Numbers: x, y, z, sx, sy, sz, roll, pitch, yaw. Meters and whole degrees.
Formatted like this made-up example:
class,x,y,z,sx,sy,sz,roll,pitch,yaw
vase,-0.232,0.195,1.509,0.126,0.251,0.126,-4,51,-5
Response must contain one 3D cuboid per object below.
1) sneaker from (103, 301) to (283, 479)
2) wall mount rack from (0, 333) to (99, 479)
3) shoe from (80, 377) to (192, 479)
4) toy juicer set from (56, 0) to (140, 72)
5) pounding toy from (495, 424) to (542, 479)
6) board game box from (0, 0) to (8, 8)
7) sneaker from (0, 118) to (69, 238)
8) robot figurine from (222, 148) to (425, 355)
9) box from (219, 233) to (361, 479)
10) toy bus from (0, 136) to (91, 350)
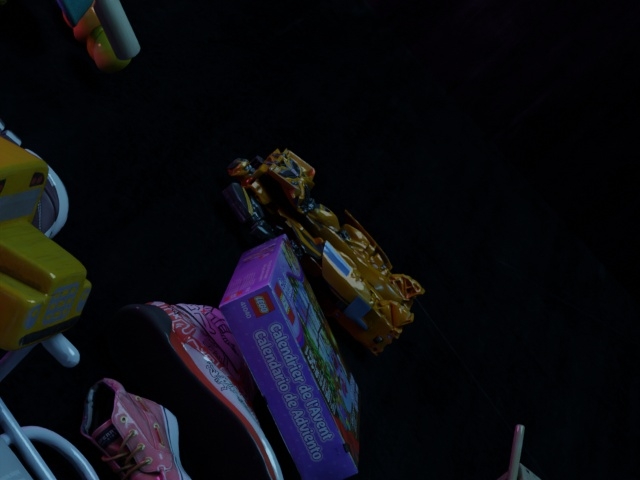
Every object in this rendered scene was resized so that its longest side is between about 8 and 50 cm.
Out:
class,x,y,z,sx,sy,sz,roll,pitch,yaw
sneaker,-0.084,0.167,1.567,0.270,0.090,0.145,53,23,18
wall mount rack,-0.189,0.218,1.199,0.304,0.130,0.350,52,21,7
shoe,-0.160,0.190,1.415,0.081,0.063,0.178,36,18,-29
toy juicer set,-0.286,-0.273,1.877,0.209,0.089,0.329,65,-7,-19
pounding toy,0.213,0.309,1.853,0.100,0.141,0.130,39,22,-24
board game box,-0.373,-0.272,1.685,0.048,0.141,0.170,54,21,14
sneaker,-0.342,-0.075,1.455,0.281,0.106,0.162,43,24,-18
robot figurine,0.000,0.000,2.050,0.291,0.085,0.211,47,19,-6
box,-0.024,0.115,1.668,0.293,0.057,0.201,-81,145,-80
toy bus,-0.329,-0.043,1.275,0.332,0.130,0.108,28,15,14
